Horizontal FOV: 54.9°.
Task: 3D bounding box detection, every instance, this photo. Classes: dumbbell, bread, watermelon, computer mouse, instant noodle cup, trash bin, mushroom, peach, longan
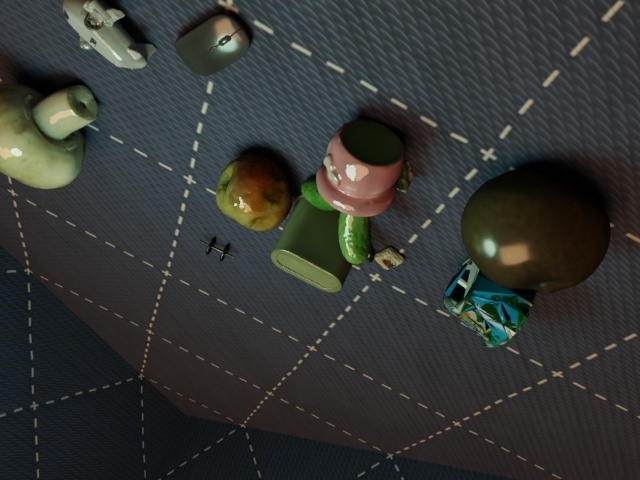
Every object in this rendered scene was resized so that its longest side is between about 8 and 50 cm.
[{"bbox_3d":[-0.375,0.033,2.248,0.147,0.069,0.069,25,145,1],"label":"dumbbell"},{"bbox_3d":[0.215,0.057,1.945,0.070,0.035,0.083,41,145,-19],"label":"bread"},{"bbox_3d":[0.222,-0.171,1.649,0.061,0.085,0.085,1,149,-18],"label":"watermelon"},{"bbox_3d":[-0.273,-0.481,1.531,0.232,0.057,0.120,-11,132,41],"label":"computer mouse"},{"bbox_3d":[0.473,0.163,1.762,0.178,0.240,0.240,32,145,-6],"label":"instant noodle cup"},{"bbox_3d":[0.000,0.000,1.822,0.243,0.247,0.121,29,143,-3],"label":"trash bin"},{"bbox_3d":[-0.871,-0.317,1.879,0.353,0.325,0.353,19,139,18],"label":"mushroom"},{"bbox_3d":[-0.187,-0.133,1.816,0.214,0.214,0.235,-15,140,43],"label":"peach"},{"bbox_3d":[0.512,-0.022,1.470,0.350,0.288,0.288,12,144,0],"label":"longan"}]

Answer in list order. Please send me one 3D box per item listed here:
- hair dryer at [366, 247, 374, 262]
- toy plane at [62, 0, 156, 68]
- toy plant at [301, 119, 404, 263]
[{"bbox_3d":[0.132,0.031,1.976,0.083,0.031,0.079,13,133,30],"label":"hair dryer"},{"bbox_3d":[-0.546,-0.538,1.583,0.245,0.117,0.244,32,161,12],"label":"toy plane"},{"bbox_3d":[0.079,-0.153,1.633,0.317,0.211,0.356,55,155,27],"label":"toy plant"}]
